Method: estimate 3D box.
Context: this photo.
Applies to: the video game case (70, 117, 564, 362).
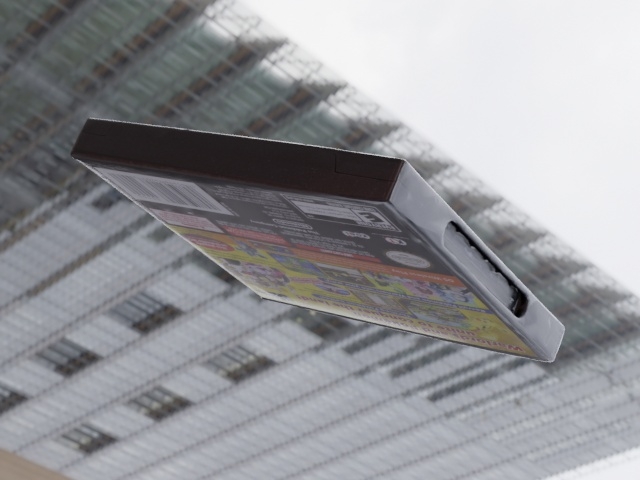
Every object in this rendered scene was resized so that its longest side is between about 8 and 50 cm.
[{"bbox_3d":[0.000,0.000,0.886,0.275,0.248,0.035,10,-110,38],"label":"video game case"}]
